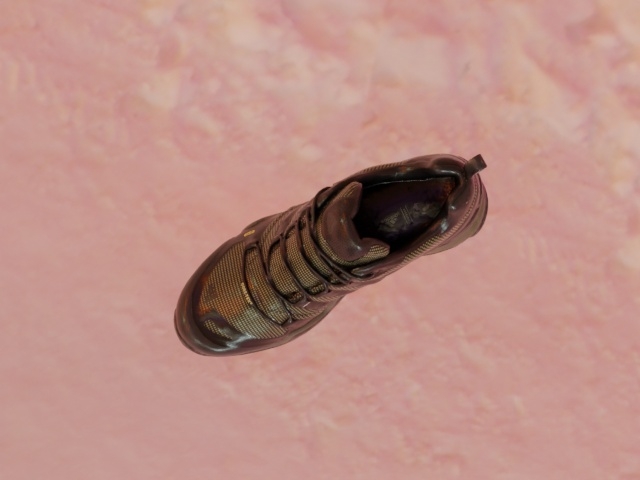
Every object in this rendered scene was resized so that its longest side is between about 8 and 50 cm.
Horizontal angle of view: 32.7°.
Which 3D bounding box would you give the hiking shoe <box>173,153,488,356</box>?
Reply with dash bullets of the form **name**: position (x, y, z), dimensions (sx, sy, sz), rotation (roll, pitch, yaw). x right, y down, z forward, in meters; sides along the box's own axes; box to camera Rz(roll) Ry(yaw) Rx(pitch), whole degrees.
- **hiking shoe**: position (0.000, 0.000, 0.695), dimensions (0.227, 0.114, 0.086), rotation (-29, 77, 1)
